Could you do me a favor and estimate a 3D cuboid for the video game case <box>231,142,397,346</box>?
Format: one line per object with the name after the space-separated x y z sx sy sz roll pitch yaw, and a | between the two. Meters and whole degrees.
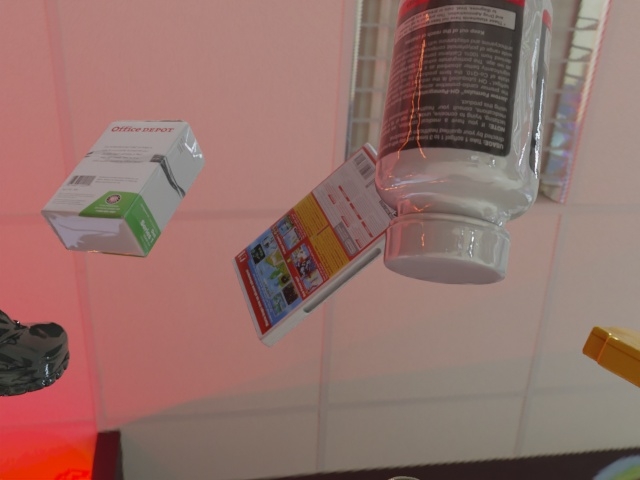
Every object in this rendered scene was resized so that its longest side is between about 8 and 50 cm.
0.000 0.000 1.101 0.285 0.204 0.025 -40 -53 10 | video game case

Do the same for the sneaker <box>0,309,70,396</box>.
-0.349 0.097 0.742 0.109 0.286 0.130 -3 -89 18 | sneaker

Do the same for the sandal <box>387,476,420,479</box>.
0.168 0.387 1.080 0.180 0.072 0.049 22 -35 7 | sandal

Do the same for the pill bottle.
0.154 -0.119 0.833 0.176 0.176 0.318 13 -104 -16 | pill bottle

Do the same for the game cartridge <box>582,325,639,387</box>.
0.497 0.186 0.904 0.324 0.285 0.052 14 -77 -51 | game cartridge

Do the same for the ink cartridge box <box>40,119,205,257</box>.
-0.302 -0.087 1.189 0.160 0.219 0.092 5 -42 24 | ink cartridge box
